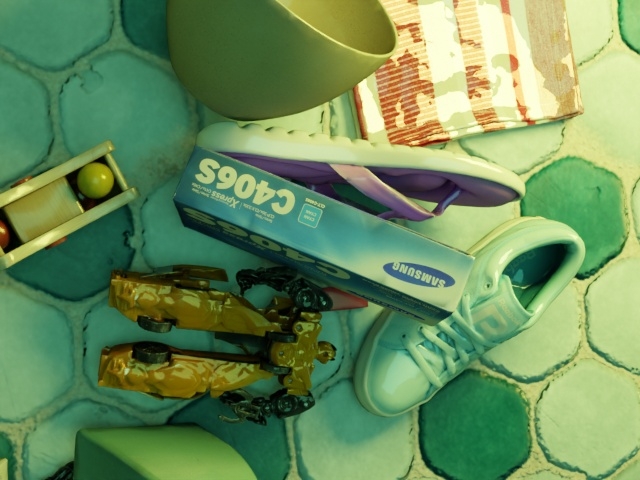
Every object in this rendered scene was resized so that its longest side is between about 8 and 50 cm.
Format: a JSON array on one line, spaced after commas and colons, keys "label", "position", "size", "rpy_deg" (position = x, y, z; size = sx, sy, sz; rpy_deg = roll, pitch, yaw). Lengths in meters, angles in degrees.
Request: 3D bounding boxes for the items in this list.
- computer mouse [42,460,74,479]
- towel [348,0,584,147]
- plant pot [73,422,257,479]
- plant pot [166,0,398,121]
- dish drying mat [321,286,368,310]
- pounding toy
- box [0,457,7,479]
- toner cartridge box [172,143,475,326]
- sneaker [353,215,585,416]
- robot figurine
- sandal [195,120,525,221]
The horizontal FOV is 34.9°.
[{"label": "computer mouse", "position": [-0.302, 0.382, 1.271], "size": [0.106, 0.042, 0.193], "rpy_deg": [-31, 98, -12]}, {"label": "towel", "position": [0.191, -0.257, 1.381], "size": [0.329, 0.037, 0.237], "rpy_deg": [-12, 93, -13]}, {"label": "plant pot", "position": [-0.171, 0.321, 1.182], "size": [0.165, 0.234, 0.165], "rpy_deg": [3, 91, -33]}, {"label": "plant pot", "position": [-0.075, -0.254, 1.221], "size": [0.284, 0.284, 0.191], "rpy_deg": [38, 118, -11]}, {"label": "dish drying mat", "position": [0.022, 0.078, 1.361], "size": [0.083, 0.008, 0.032], "rpy_deg": [-4, 91, -12]}, {"label": "pounding toy", "position": [-0.365, -0.053, 1.190], "size": [0.269, 0.154, 0.155], "rpy_deg": [-29, 98, -12]}, {"label": "box", "position": [-0.434, 0.370, 1.196], "size": [0.114, 0.103, 0.203], "rpy_deg": [-3, 92, 2]}, {"label": "toner cartridge box", "position": [0.000, 0.000, 1.231], "size": [0.348, 0.165, 0.075], "rpy_deg": [22, 80, 2]}, {"label": "sneaker", "position": [0.195, 0.094, 1.330], "size": [0.366, 0.150, 0.135], "rpy_deg": [-44, 99, -9]}, {"label": "robot figurine", "position": [-0.124, 0.121, 1.276], "size": [0.291, 0.085, 0.211], "rpy_deg": [8, 103, -13]}, {"label": "sandal", "position": [0.046, -0.065, 1.288], "size": [0.416, 0.169, 0.102], "rpy_deg": [9, 83, -1]}]
